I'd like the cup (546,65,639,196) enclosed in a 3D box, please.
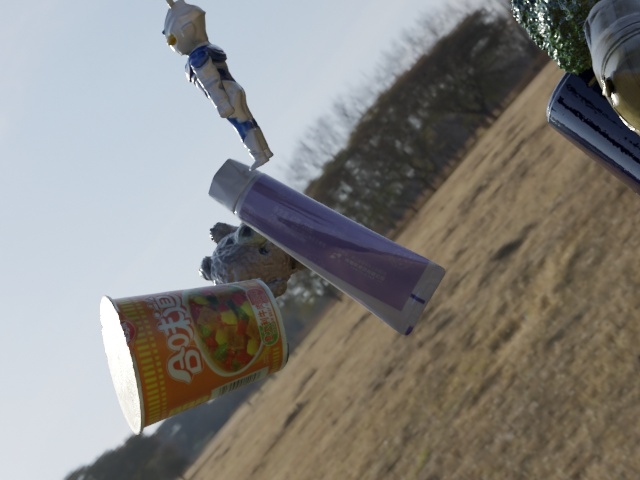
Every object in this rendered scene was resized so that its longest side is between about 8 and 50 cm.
[{"bbox_3d":[0.523,-0.186,1.432,0.255,0.256,0.178,-15,-38,-47],"label":"cup"}]

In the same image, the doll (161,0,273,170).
[{"bbox_3d":[-0.125,-0.190,1.074,0.057,0.227,0.114,-26,9,10],"label":"doll"}]

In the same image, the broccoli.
[{"bbox_3d":[0.376,-0.352,1.145,0.297,0.297,0.298,18,-90,-89],"label":"broccoli"}]

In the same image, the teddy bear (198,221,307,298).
[{"bbox_3d":[-0.108,0.014,1.735,0.267,0.236,0.151,-36,-46,-52],"label":"teddy bear"}]

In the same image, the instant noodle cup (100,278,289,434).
[{"bbox_3d":[-0.143,0.119,1.043,0.185,0.168,0.168,-14,-17,-23],"label":"instant noodle cup"}]

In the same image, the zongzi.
[{"bbox_3d":[0.312,-0.137,0.821,0.081,0.178,0.189,-33,27,25],"label":"zongzi"}]

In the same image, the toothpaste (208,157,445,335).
[{"bbox_3d":[0.000,0.000,1.349,0.125,0.371,0.080,-64,-15,22],"label":"toothpaste"}]
